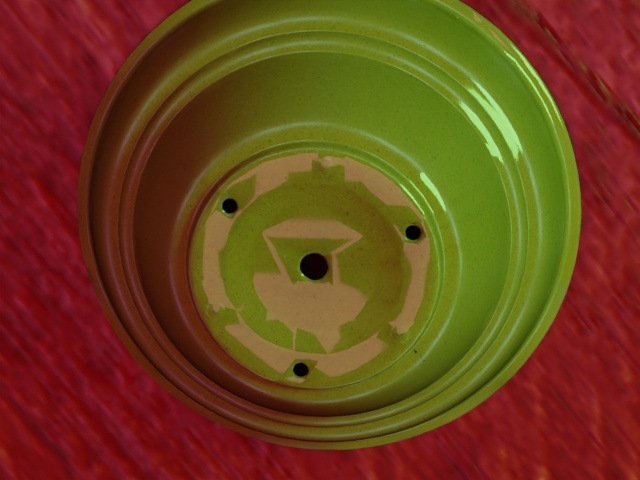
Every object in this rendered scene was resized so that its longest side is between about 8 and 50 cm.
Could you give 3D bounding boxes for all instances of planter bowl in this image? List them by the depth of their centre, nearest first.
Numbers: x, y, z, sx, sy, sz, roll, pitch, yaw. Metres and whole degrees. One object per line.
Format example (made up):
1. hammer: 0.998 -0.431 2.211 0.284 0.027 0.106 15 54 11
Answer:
1. planter bowl: 0.000 0.000 0.705 0.217 0.090 0.217 1 104 4
